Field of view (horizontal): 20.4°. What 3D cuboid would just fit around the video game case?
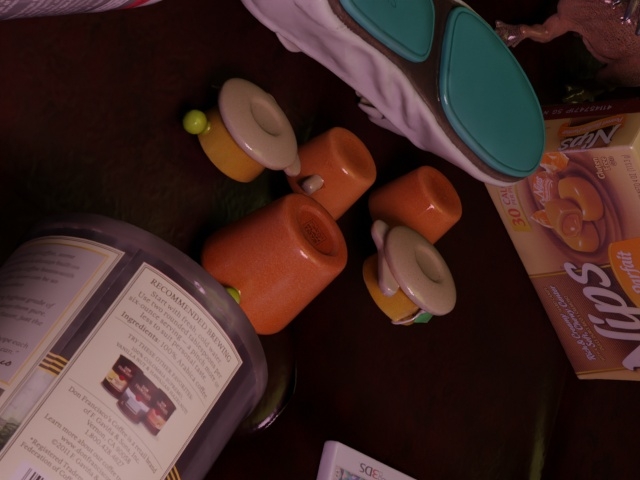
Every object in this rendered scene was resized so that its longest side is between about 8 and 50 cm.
[{"bbox_3d":[0.034,0.273,1.584,0.143,0.019,0.157,32,64,-47],"label":"video game case"}]

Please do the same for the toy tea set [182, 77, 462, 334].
[{"bbox_3d":[0.000,0.000,1.506,0.336,0.124,0.200,19,45,-47],"label":"toy tea set"}]

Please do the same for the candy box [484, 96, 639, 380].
[{"bbox_3d":[0.301,0.006,1.804,0.087,0.183,0.316,-56,130,-36],"label":"candy box"}]

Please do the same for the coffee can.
[{"bbox_3d":[-0.187,0.145,1.155,0.275,0.201,0.201,-56,130,-36],"label":"coffee can"}]

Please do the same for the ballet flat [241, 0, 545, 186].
[{"bbox_3d":[0.063,-0.163,1.550,0.400,0.139,0.139,35,62,-51],"label":"ballet flat"}]

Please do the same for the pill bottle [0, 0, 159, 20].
[{"bbox_3d":[-0.226,-0.227,1.136,0.318,0.176,0.176,-16,101,-51],"label":"pill bottle"}]

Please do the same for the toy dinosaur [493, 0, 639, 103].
[{"bbox_3d":[0.318,-0.221,1.820,0.295,0.200,0.127,40,59,-45],"label":"toy dinosaur"}]
